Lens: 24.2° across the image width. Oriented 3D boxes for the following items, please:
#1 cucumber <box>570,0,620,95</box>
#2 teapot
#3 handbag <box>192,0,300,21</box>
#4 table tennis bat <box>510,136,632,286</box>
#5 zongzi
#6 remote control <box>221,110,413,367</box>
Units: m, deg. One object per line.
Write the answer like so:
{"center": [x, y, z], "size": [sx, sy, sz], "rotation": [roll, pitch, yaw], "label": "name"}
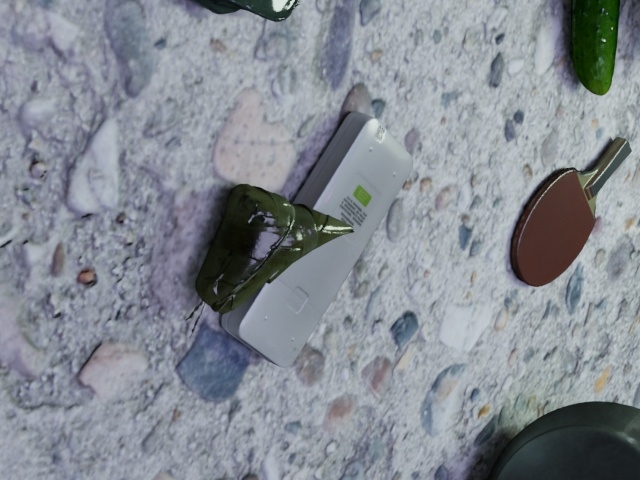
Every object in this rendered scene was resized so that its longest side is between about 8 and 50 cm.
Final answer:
{"center": [0.299, -0.265, 1.630], "size": [0.056, 0.056, 0.250], "rotation": [-31, 131, -34], "label": "cucumber"}
{"center": [0.397, 0.391, 1.851], "size": [0.361, 0.305, 0.376], "rotation": [13, 62, -57], "label": "teapot"}
{"center": [-0.084, -0.320, 1.165], "size": [0.260, 0.079, 0.248], "rotation": [20, 92, -48], "label": "handbag"}
{"center": [0.297, -0.040, 1.764], "size": [0.220, 0.019, 0.130], "rotation": [-48, 137, -18], "label": "table tennis bat"}
{"center": [-0.048, 0.036, 1.374], "size": [0.130, 0.062, 0.154], "rotation": [20, 94, -31], "label": "zongzi"}
{"center": [0.000, 0.000, 1.446], "size": [0.250, 0.034, 0.103], "rotation": [-58, 140, -8], "label": "remote control"}
